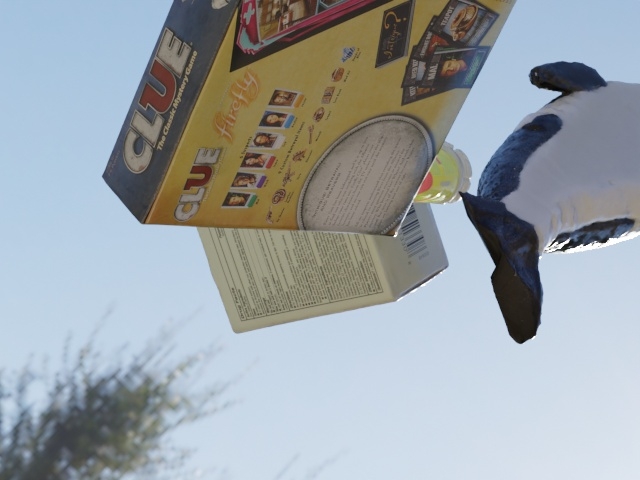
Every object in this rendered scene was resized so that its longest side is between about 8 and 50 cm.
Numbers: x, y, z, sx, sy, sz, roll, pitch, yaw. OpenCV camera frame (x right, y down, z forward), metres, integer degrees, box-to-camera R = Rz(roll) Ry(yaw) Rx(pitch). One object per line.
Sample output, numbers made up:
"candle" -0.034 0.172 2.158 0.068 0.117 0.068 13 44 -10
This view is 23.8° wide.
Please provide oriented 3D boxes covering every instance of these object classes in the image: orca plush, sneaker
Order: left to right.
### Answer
"sneaker" 0.040 -0.086 1.491 0.208 0.094 0.081 14 -77 23
"orca plush" 0.155 -0.011 0.921 0.151 0.287 0.102 35 -53 3

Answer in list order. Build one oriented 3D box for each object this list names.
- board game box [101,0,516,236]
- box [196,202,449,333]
"board game box" 0.018 -0.115 0.690 0.042 0.165 0.243 46 -60 38
"box" 0.000 0.000 1.677 0.232 0.127 0.149 -13 -81 38
